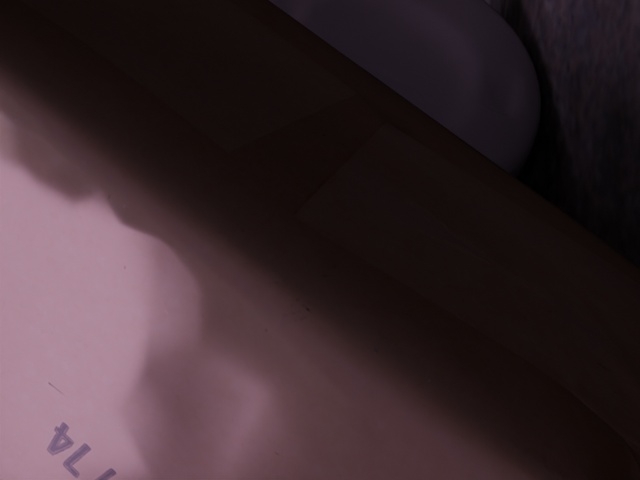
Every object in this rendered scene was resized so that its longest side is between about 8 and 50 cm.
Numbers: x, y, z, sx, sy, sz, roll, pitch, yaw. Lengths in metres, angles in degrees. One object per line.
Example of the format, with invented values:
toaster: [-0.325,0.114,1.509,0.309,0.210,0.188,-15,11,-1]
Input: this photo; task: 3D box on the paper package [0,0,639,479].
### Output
paper package: [-0.054,0.081,0.758,0.168,0.325,0.309,-35,-22,-55]

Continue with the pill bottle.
pill bottle: [0.000,0.000,0.986,0.283,0.161,0.161,110,155,-50]
